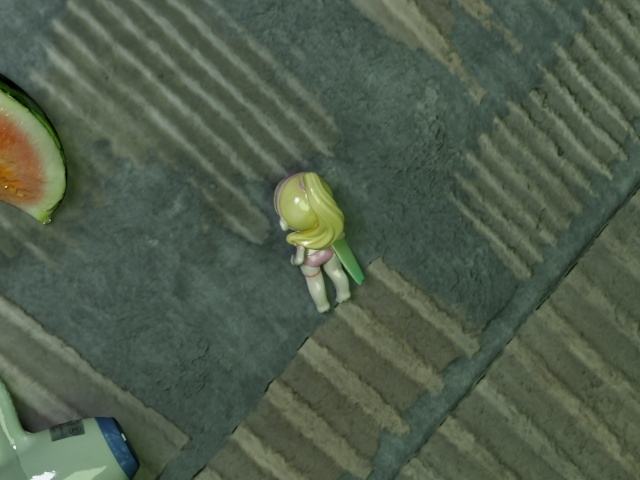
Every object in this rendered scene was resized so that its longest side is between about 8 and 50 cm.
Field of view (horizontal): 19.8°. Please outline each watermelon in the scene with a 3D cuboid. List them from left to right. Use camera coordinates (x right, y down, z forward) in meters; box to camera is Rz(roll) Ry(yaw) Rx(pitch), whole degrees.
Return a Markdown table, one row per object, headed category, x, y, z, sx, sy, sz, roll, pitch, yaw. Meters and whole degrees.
| category | x | y | z | sx | sy | sz | roll | pitch | yaw |
| --- | --- | --- | --- | --- | --- | --- | --- | --- | --- |
| watermelon | -0.334 | -0.108 | 1.789 | 0.245 | 0.063 | 0.119 | 37 | 102 | -30 |

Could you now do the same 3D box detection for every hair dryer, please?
| category | x | y | z | sx | sy | sz | roll | pitch | yaw |
| --- | --- | --- | --- | --- | --- | --- | --- | --- | --- |
| hair dryer | -0.377 | 0.235 | 1.867 | 0.298 | 0.119 | 0.296 | 41 | 91 | -13 |

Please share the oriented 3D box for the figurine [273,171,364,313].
| category | x | y | z | sx | sy | sz | roll | pitch | yaw |
| --- | --- | --- | --- | --- | --- | --- | --- | --- | --- |
| figurine | 0.000 | 0.000 | 1.965 | 0.083 | 0.083 | 0.187 | -25 | 124 | -16 |
